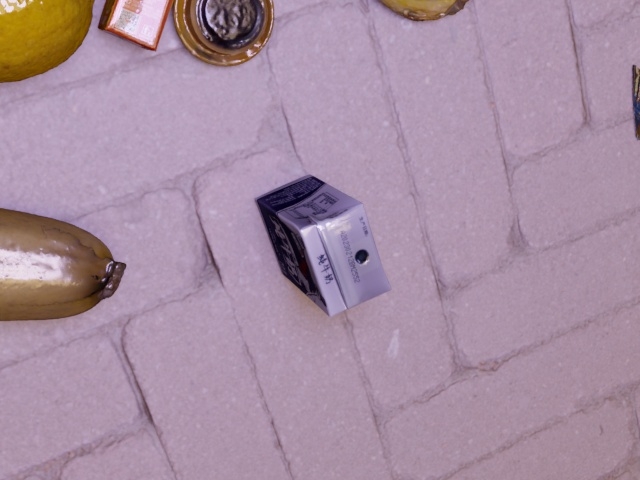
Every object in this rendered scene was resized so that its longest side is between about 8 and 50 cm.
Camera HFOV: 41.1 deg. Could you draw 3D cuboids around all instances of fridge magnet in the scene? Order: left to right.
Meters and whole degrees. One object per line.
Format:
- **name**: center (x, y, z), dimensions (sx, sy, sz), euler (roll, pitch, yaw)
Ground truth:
- **fridge magnet**: center (-0.128, -0.307, 1.152), dimensions (0.143, 0.063, 0.143), euler (-6, 105, -23)

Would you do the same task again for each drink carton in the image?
- **drink carton**: center (-0.212, -0.361, 1.088), dimensions (0.071, 0.096, 0.223), euler (19, 97, -23)
- **drink carton**: center (0.001, 0.001, 1.194), dimensions (0.102, 0.222, 0.134), euler (-22, 111, -14)

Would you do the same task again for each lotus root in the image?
- **lotus root**: center (-0.407, 0.032, 1.100), dimensions (0.303, 0.131, 0.146), euler (6, 79, -23)

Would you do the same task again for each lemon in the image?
- **lemon**: center (-0.378, -0.278, 0.998), dimensions (0.256, 0.188, 0.188), euler (-16, 109, -12)

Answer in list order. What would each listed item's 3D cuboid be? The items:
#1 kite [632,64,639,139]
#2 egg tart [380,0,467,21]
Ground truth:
- **kite**: center (0.590, -0.240, 1.470), dimensions (0.183, 0.010, 0.160), euler (31, 95, -21)
- **egg tart**: center (0.168, -0.449, 1.191), dimensions (0.288, 0.118, 0.288), euler (-12, 118, -24)
